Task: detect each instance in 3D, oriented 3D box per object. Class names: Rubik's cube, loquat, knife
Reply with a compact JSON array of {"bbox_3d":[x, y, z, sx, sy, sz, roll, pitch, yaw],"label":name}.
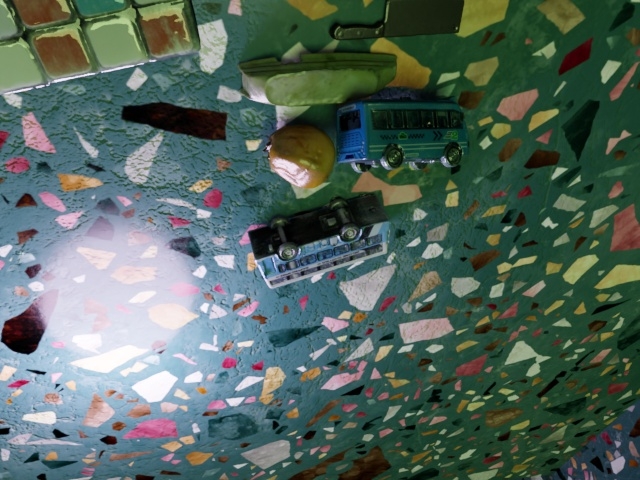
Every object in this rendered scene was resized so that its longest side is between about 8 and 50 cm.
[{"bbox_3d":[-0.301,-0.362,0.648,0.253,0.256,0.259,-13,134,-7],"label":"Rubik's cube"},{"bbox_3d":[-0.038,-0.159,1.026,0.137,0.137,0.113,19,88,-32],"label":"loquat"},{"bbox_3d":[0.135,-0.386,0.946,0.245,0.019,0.072,-10,130,-14],"label":"knife"}]

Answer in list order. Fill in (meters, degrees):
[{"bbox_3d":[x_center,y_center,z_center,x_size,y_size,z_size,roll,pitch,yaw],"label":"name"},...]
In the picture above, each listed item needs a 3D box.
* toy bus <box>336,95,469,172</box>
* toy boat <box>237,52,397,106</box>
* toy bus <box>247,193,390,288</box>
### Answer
[{"bbox_3d":[0.155,-0.198,1.018,0.246,0.113,0.134,-8,97,-28],"label":"toy bus"},{"bbox_3d":[0.004,-0.285,0.965,0.293,0.055,0.093,-8,136,-12],"label":"toy boat"},{"bbox_3d":[0.000,0.000,1.199,0.297,0.106,0.131,-17,139,-5],"label":"toy bus"}]
